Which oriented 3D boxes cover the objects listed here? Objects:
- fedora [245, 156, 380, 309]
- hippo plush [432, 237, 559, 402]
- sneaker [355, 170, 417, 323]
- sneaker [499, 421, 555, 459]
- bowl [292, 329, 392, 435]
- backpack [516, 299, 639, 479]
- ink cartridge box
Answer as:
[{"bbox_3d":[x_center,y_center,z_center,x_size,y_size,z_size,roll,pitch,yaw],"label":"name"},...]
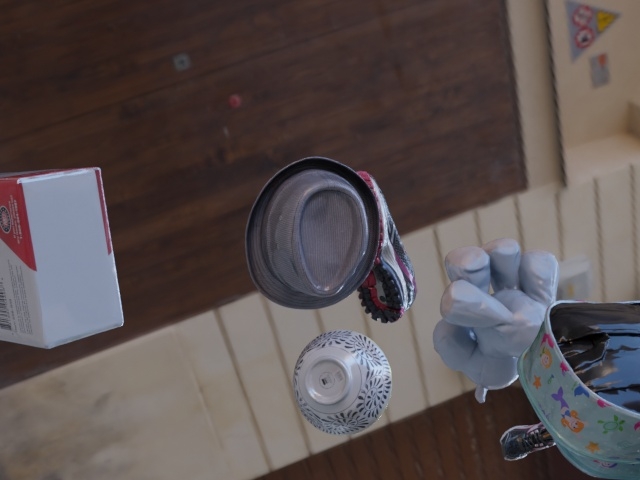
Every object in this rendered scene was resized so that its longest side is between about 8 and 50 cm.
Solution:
[{"bbox_3d":[0.000,0.000,1.655,0.124,0.243,0.275,-144,-116,-72],"label":"fedora"},{"bbox_3d":[0.336,0.153,1.788,0.294,0.234,0.236,30,-36,12],"label":"hippo plush"},{"bbox_3d":[0.106,0.007,1.897,0.121,0.112,0.299,-4,-71,35],"label":"sneaker"},{"bbox_3d":[0.488,0.441,2.193,0.072,0.178,0.077,68,-25,8],"label":"sneaker"},{"bbox_3d":[0.022,0.223,1.537,0.170,0.170,0.080,67,14,16],"label":"bowl"},{"bbox_3d":[0.378,0.185,1.234,0.191,0.253,0.225,-63,-149,34],"label":"backpack"},{"bbox_3d":[-0.377,0.015,1.209,0.273,0.114,0.197,2,-78,45],"label":"ink cartridge box"}]
